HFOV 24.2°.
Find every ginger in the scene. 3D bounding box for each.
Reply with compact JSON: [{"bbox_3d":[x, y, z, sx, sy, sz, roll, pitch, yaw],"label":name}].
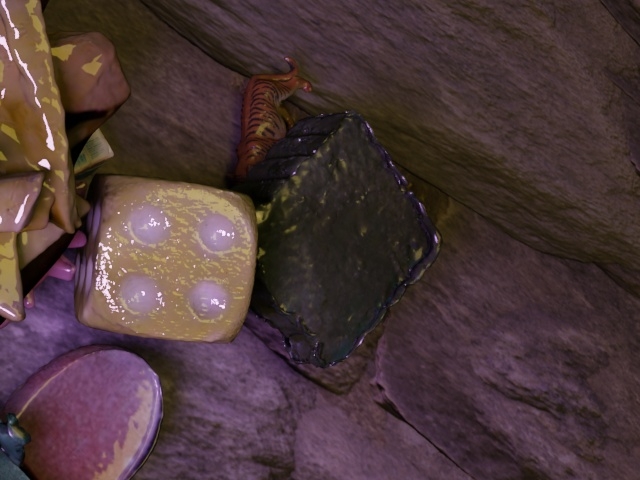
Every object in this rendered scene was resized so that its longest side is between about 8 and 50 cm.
[{"bbox_3d":[-0.381,-0.091,1.372,0.358,0.211,0.413,32,60,-2],"label":"ginger"}]

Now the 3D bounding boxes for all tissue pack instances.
[{"bbox_3d":[-0.288,-0.098,1.656,0.094,0.058,0.074,-32,94,-48],"label":"tissue pack"}]

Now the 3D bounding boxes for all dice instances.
[{"bbox_3d":[-0.169,0.019,1.600,0.169,0.169,0.166,8,88,-17],"label":"dice"}]

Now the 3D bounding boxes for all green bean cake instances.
[{"bbox_3d":[0.000,0.000,1.823,0.255,0.132,0.241,-50,120,-28],"label":"green bean cake"}]

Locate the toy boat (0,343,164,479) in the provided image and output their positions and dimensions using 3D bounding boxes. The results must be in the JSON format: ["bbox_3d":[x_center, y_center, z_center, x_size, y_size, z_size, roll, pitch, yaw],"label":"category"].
[{"bbox_3d":[-0.260,0.200,1.548,0.227,0.085,0.155,-46,109,-34],"label":"toy boat"}]

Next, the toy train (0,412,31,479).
[{"bbox_3d":[-0.309,0.265,1.391,0.269,0.154,0.115,51,36,-16],"label":"toy train"}]

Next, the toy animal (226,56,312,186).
[{"bbox_3d":[-0.062,-0.143,1.910,0.099,0.056,0.241,26,56,-36],"label":"toy animal"}]

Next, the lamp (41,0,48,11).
[{"bbox_3d":[-0.368,-0.290,1.611,0.157,0.156,0.135,39,83,16],"label":"lamp"}]

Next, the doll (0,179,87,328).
[{"bbox_3d":[-0.344,-0.031,1.531,0.211,0.093,0.262,6,62,-18],"label":"doll"}]
